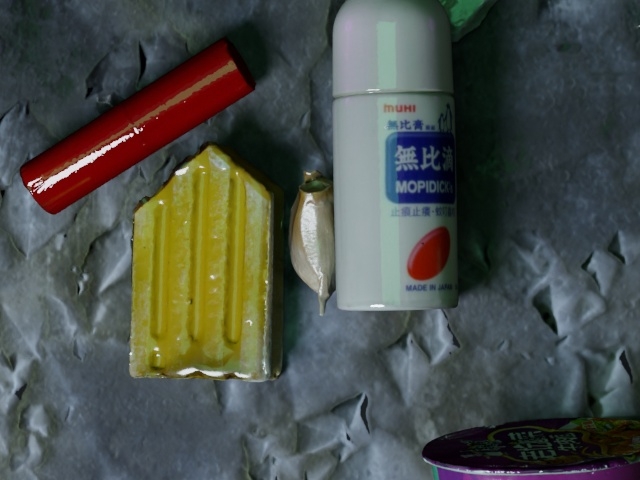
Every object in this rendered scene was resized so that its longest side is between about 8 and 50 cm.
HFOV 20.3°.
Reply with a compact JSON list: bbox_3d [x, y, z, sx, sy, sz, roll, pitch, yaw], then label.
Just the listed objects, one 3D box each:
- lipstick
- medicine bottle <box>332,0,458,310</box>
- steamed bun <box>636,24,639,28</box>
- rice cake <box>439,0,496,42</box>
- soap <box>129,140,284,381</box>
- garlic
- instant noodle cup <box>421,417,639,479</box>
[{"bbox_3d":[-0.204,-0.125,1.979,0.280,0.073,0.073,-31,79,10],"label":"lipstick"},{"bbox_3d":[0.077,-0.098,1.860,0.130,0.130,0.341,-1,88,15],"label":"medicine bottle"},{"bbox_3d":[0.462,-0.182,1.694,0.275,0.320,0.206,-17,82,-18],"label":"steamed bun"},{"bbox_3d":[0.192,-0.317,1.901,0.226,0.040,0.085,-46,75,8],"label":"rice cake"},{"bbox_3d":[-0.121,0.023,1.939,0.160,0.080,0.257,1,86,14],"label":"soap"},{"bbox_3d":[-0.007,0.000,1.911,0.066,0.084,0.152,2,96,19],"label":"garlic"},{"bbox_3d":[0.230,0.289,1.752,0.251,0.251,0.190,-4,94,15],"label":"instant noodle cup"}]
